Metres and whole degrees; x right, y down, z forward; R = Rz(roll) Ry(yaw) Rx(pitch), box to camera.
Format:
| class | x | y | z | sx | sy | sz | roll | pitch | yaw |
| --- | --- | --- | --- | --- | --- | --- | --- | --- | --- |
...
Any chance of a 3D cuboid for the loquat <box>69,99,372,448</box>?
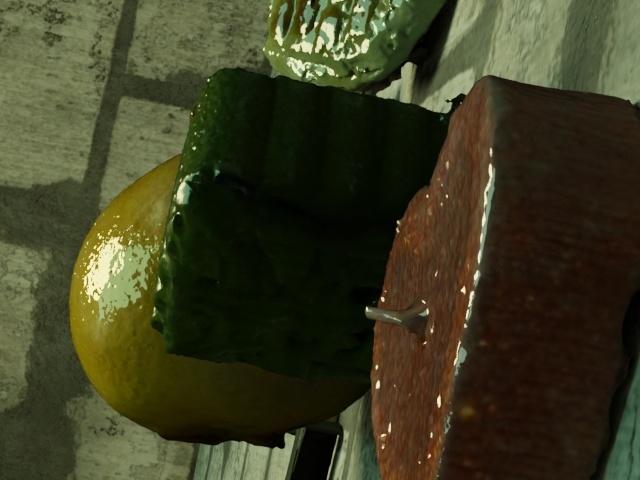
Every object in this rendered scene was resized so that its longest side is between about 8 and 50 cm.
| class | x | y | z | sx | sy | sz | roll | pitch | yaw |
| --- | --- | --- | --- | --- | --- | --- | --- | --- | --- |
| loquat | -0.080 | 0.030 | 1.685 | 0.328 | 0.328 | 0.359 | 126 | 139 | -73 |

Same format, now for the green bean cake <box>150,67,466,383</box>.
| class | x | y | z | sx | sy | sz | roll | pitch | yaw |
| --- | --- | --- | --- | --- | --- | --- | --- | --- | --- |
| green bean cake | 0.000 | 0.000 | 1.388 | 0.247 | 0.249 | 0.156 | 110 | 170 | -53 |

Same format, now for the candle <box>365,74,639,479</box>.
| class | x | y | z | sx | sy | sz | roll | pitch | yaw |
| --- | --- | --- | --- | --- | --- | --- | --- | --- | --- |
| candle | 0.095 | 0.067 | 1.055 | 0.317 | 0.131 | 0.287 | 114 | 163 | -64 |

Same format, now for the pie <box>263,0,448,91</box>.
| class | x | y | z | sx | sy | sz | roll | pitch | yaw |
| --- | --- | --- | --- | --- | --- | --- | --- | --- | --- |
| pie | 0.040 | -0.296 | 1.815 | 0.306 | 0.071 | 0.306 | -15 | 70 | 45 |

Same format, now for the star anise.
| class | x | y | z | sx | sy | sz | roll | pitch | yaw |
| --- | --- | --- | --- | --- | --- | --- | --- | --- | --- |
| star anise | 0.086 | -0.202 | 1.834 | 0.124 | 0.056 | 0.129 | -60 | 16 | -8 |

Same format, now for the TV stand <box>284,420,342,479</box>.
| class | x | y | z | sx | sy | sz | roll | pitch | yaw |
| --- | --- | --- | --- | --- | --- | --- | --- | --- | --- |
| TV stand | -0.027 | 0.321 | 1.912 | 0.040 | 0.049 | 0.256 | -110 | 33 | -74 |

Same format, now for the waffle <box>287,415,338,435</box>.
| class | x | y | z | sx | sy | sz | roll | pitch | yaw |
| --- | --- | --- | --- | --- | --- | --- | --- | --- | --- |
| waffle | -0.038 | 0.189 | 1.988 | 0.148 | 0.102 | 0.042 | -139 | 65 | -81 |

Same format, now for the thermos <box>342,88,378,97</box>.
| class | x | y | z | sx | sy | sz | roll | pitch | yaw |
| --- | --- | --- | --- | --- | --- | --- | --- | --- | --- |
| thermos | -0.003 | -0.041 | 2.005 | 0.265 | 0.146 | 0.176 | 97 | 153 | -47 |
